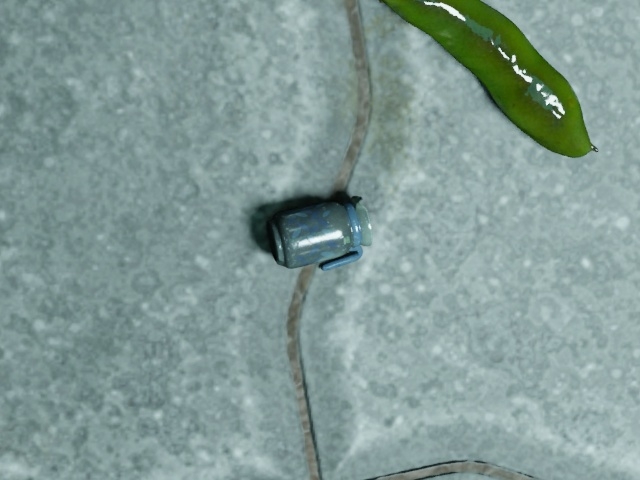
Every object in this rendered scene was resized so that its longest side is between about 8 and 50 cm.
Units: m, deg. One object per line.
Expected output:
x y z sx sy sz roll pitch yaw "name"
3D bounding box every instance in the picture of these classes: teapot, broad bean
0.001 0.000 1.394 0.083 0.049 0.063 -12 106 -9 "teapot"
0.139 -0.152 1.388 0.254 0.046 0.065 37 101 -17 "broad bean"
